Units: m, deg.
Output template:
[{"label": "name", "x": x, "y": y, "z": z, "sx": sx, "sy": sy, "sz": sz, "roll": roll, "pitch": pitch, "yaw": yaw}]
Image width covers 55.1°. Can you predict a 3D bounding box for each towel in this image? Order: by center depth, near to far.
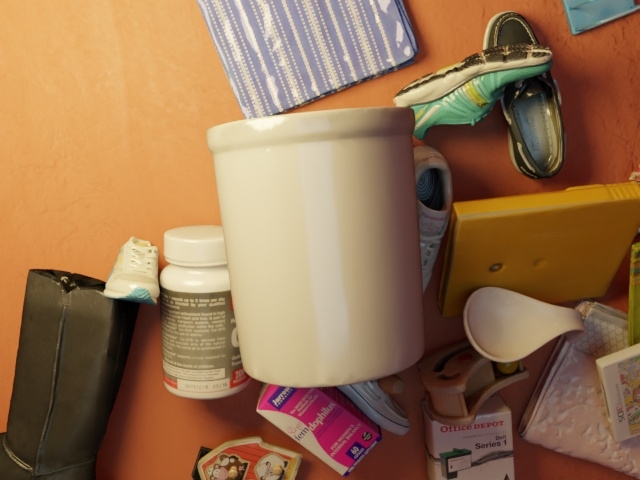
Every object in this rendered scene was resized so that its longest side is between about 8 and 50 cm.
[{"label": "towel", "x": -0.019, "y": -0.371, "z": 1.070, "sx": 0.336, "sy": 0.040, "sz": 0.243, "roll": -21, "pitch": 101, "yaw": 2}, {"label": "towel", "x": 0.613, "y": 0.103, "z": 1.106, "sx": 0.102, "sy": 0.021, "sz": 0.237, "roll": -4, "pitch": 121, "yaw": 17}, {"label": "towel", "x": 0.607, "y": 0.310, "z": 1.230, "sx": 0.331, "sy": 0.053, "sz": 0.317, "roll": 20, "pitch": 100, "yaw": -5}]

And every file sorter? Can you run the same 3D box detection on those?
[{"label": "file sorter", "x": 0.479, "y": -0.457, "z": 1.039, "sx": 0.118, "sy": 0.104, "sz": 0.170, "roll": -21, "pitch": 102, "yaw": 3}]

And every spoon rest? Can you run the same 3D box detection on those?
[{"label": "spoon rest", "x": 0.374, "y": 0.150, "z": 1.105, "sx": 0.276, "sy": 0.084, "sz": 0.137, "roll": 4, "pitch": 65, "yaw": -26}]

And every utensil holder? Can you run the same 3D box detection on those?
[{"label": "utensil holder", "x": 0.000, "y": 0.000, "z": 0.984, "sx": 0.327, "sy": 0.327, "sz": 0.385, "roll": -5, "pitch": 97, "yaw": -1}]

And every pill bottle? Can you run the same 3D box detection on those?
[{"label": "pill bottle", "x": -0.205, "y": 0.123, "z": 1.102, "sx": 0.161, "sy": 0.161, "sz": 0.283, "roll": 0, "pitch": 102, "yaw": -2}]

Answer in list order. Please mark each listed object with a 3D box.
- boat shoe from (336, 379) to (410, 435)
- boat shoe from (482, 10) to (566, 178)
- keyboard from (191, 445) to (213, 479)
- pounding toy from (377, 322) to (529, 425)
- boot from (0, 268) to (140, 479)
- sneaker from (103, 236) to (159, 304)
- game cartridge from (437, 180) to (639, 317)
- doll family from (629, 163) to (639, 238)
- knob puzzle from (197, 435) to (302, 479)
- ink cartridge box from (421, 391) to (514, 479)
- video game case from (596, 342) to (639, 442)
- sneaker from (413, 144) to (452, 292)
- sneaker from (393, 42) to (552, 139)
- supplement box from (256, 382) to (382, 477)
[{"label": "boat shoe", "x": 0.098, "y": 0.286, "z": 1.187, "sx": 0.226, "sy": 0.083, "sz": 0.076, "roll": 39, "pitch": 99, "yaw": -8}, {"label": "boat shoe", "x": 0.369, "y": -0.257, "z": 1.082, "sx": 0.114, "sy": 0.091, "sz": 0.303, "roll": -21, "pitch": 102, "yaw": 2}, {"label": "keyboard", "x": -0.162, "y": 0.460, "z": 1.246, "sx": 0.180, "sy": 0.023, "sz": 0.108, "roll": 18, "pitch": 107, "yaw": -7}, {"label": "pounding toy", "x": 0.248, "y": 0.228, "z": 1.123, "sx": 0.269, "sy": 0.154, "sz": 0.155, "roll": -20, "pitch": 102, "yaw": -15}, {"label": "boot", "x": -0.549, "y": 0.265, "z": 1.124, "sx": 0.367, "sy": 0.146, "sz": 0.445, "roll": 13, "pitch": 99, "yaw": 2}, {"label": "sneaker", "x": -0.318, "y": 0.051, "z": 1.049, "sx": 0.087, "sy": 0.228, "sz": 0.092, "roll": 15, "pitch": 94, "yaw": -23}, {"label": "game cartridge", "x": 0.379, "y": 0.022, "z": 1.085, "sx": 0.323, "sy": 0.053, "sz": 0.285, "roll": -8, "pitch": 139, "yaw": -3}, {"label": "doll family", "x": 0.635, "y": -0.011, "z": 1.115, "sx": 0.163, "sy": 0.118, "sz": 0.263, "roll": -22, "pitch": 105, "yaw": 45}, {"label": "knob puzzle", "x": -0.152, "y": 0.476, "z": 1.223, "sx": 0.213, "sy": 0.030, "sz": 0.213, "roll": 0, "pitch": 108, "yaw": 0}, {"label": "ink cartridge box", "x": 0.294, "y": 0.423, "z": 1.219, "sx": 0.160, "sy": 0.092, "sz": 0.219, "roll": -8, "pitch": 102, "yaw": -1}, {"label": "video game case", "x": 0.646, "y": 0.267, "z": 1.157, "sx": 0.227, "sy": 0.026, "sz": 0.206, "roll": -22, "pitch": 116, "yaw": 2}, {"label": "sneaker", "x": 0.164, "y": -0.015, "z": 1.094, "sx": 0.114, "sy": 0.152, "sz": 0.305, "roll": 6, "pitch": 103, "yaw": -5}, {"label": "sneaker", "x": 0.263, "y": -0.256, "z": 1.050, "sx": 0.275, "sy": 0.107, "sz": 0.110, "roll": -17, "pitch": 113, "yaw": 32}, {"label": "supplement box", "x": -0.002, "y": 0.328, "z": 1.179, "sx": 0.220, "sy": 0.114, "sz": 0.111, "roll": 39, "pitch": 99, "yaw": -7}]
